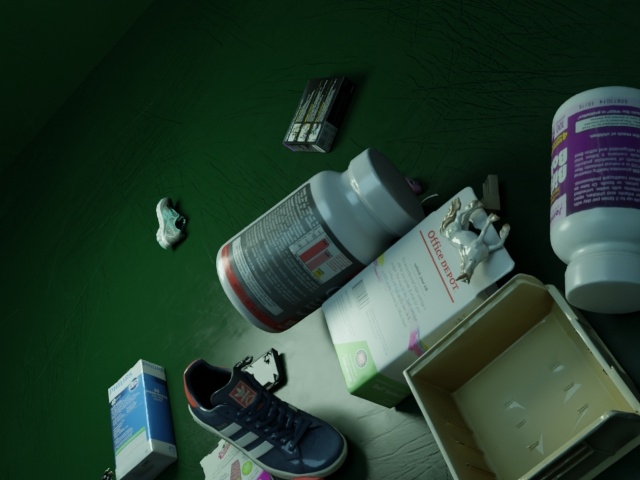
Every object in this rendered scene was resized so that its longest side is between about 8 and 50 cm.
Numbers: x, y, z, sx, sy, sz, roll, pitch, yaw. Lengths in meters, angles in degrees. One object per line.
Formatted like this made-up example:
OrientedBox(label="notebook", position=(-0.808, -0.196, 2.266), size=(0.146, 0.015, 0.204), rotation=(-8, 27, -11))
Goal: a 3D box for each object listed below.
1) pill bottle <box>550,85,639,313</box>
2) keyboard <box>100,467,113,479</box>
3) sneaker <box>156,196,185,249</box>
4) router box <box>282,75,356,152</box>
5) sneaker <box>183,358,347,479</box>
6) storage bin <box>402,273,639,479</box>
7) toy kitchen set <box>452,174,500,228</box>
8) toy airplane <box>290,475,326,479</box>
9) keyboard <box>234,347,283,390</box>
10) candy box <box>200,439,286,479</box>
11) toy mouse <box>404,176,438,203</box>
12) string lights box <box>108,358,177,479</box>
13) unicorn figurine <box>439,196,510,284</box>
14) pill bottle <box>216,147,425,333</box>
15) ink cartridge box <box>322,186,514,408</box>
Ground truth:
OrientedBox(label="pill bottle", position=(0.418, -0.055, 1.152), size=(0.169, 0.169, 0.301), rotation=(-16, 55, 42))
OrientedBox(label="keyboard", position=(-0.494, 0.633, 1.780), size=(0.317, 0.033, 0.201), rotation=(-33, 73, 30))
OrientedBox(label="sneaker", position=(-0.396, -0.053, 2.154), size=(0.076, 0.065, 0.166), rotation=(-23, 53, 17))
OrientedBox(label="router box", position=(-0.004, -0.295, 1.869), size=(0.133, 0.046, 0.179), rotation=(11, 75, 51))
OrientedBox(label="sneaker", position=(-0.115, 0.316, 1.453), size=(0.350, 0.148, 0.131), rotation=(15, 48, 29))
OrientedBox(label="storage bin", position=(0.293, 0.226, 1.151), size=(0.260, 0.123, 0.262), rotation=(-45, 40, 19))
OrientedBox(label="toy kitchen set", position=(0.266, -0.069, 1.416), size=(0.068, 0.083, 0.075), rotation=(100, 173, -60))
OrientedBox(label="toy airplane", position=(-0.078, 0.602, 1.207), size=(0.386, 0.272, 0.384), rotation=(-49, 39, 16))
OrientedBox(label="keyboard", position=(-0.151, 0.294, 1.685), size=(0.180, 0.023, 0.108), rotation=(-39, 49, 24))
OrientedBox(label="candy box", position=(-0.129, 0.466, 1.511), size=(0.159, 0.071, 0.233), rotation=(-47, 40, 15))
OrientedBox(label="toy mouse", position=(0.164, -0.076, 1.557), size=(0.143, 0.031, 0.161), rotation=(-15, 57, 42))
OrientedBox(label="string lights box", position=(-0.416, 0.421, 1.853), size=(0.133, 0.077, 0.259), rotation=(-42, 42, 21))
OrientedBox(label="unicorn figurine", position=(0.233, 0.001, 1.231), size=(0.111, 0.060, 0.162), rotation=(-52, 24, 9))
OrientedBox(label="pill bottle", position=(0.000, 0.000, 1.497), size=(0.363, 0.210, 0.210), rotation=(-36, 44, 20))
OrientedBox(label="ink cartridge box", position=(0.183, 0.100, 1.355), size=(0.353, 0.119, 0.207), rotation=(-41, 43, 23))
